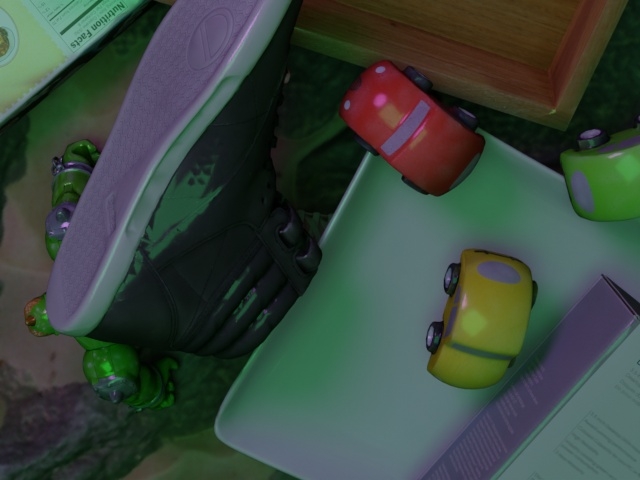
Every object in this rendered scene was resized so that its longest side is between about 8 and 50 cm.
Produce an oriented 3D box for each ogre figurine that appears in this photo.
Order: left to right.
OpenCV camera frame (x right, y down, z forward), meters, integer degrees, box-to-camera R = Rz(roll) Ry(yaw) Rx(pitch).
[{"bbox_3d":[-0.151,0.033,1.333,0.097,0.118,0.197,4,100,6],"label":"ogre figurine"}]

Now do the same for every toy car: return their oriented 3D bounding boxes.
[{"bbox_3d":[0.149,-0.027,1.243,0.225,0.053,0.239,-19,108,0],"label":"toy car"}]

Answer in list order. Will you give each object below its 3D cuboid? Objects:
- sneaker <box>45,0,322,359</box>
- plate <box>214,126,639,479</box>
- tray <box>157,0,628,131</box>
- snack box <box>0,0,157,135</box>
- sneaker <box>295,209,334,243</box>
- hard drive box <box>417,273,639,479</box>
[{"bbox_3d":[-0.051,-0.053,1.227,0.147,0.104,0.296,22,101,-32],"label":"sneaker"},{"bbox_3d":[0.105,0.072,1.321,0.278,0.045,0.277,27,103,-14],"label":"plate"},{"bbox_3d":[0.005,-0.230,1.220,0.411,0.076,0.203,17,121,-9],"label":"tray"},{"bbox_3d":[-0.264,-0.166,1.341,0.322,0.060,0.187,-38,92,11],"label":"snack box"},{"bbox_3d":[0.000,0.000,1.332,0.134,0.051,0.070,-21,132,13],"label":"sneaker"},{"bbox_3d":[0.189,0.172,1.293,0.181,0.089,0.232,39,100,-17],"label":"hard drive box"}]
